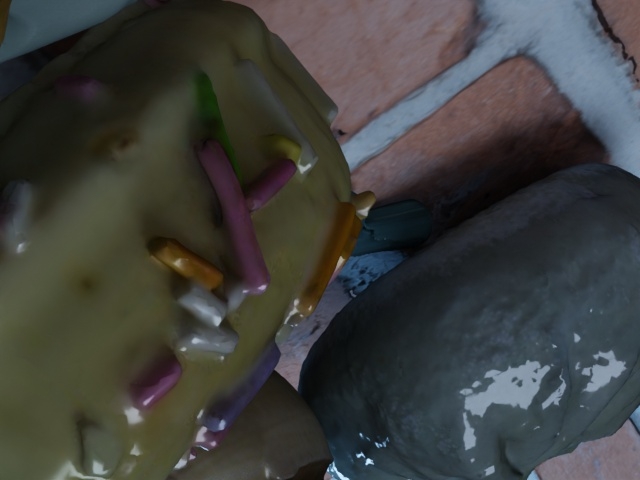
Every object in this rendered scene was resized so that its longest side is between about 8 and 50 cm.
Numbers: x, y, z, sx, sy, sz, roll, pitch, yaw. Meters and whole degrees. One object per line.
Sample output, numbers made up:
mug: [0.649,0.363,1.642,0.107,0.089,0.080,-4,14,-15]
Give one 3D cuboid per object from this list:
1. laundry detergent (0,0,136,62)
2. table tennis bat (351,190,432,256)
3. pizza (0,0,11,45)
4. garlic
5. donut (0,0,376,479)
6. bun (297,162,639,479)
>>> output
laundry detergent: [-0.212,-0.096,0.361,0.398,0.124,0.264,-24,155,-18]
table tennis bat: [0.000,0.000,1.037,0.201,0.033,0.124,-11,155,-40]
pizza: [-0.155,-0.088,0.245,0.288,0.074,0.251,10,124,-46]
garlic: [-0.061,0.215,1.078,0.249,0.286,0.313,-14,153,-15]
donut: [-0.113,0.044,0.679,0.371,0.150,0.307,-47,-175,48]
bun: [0.153,0.084,1.189,0.354,0.194,0.354,-32,171,-6]
